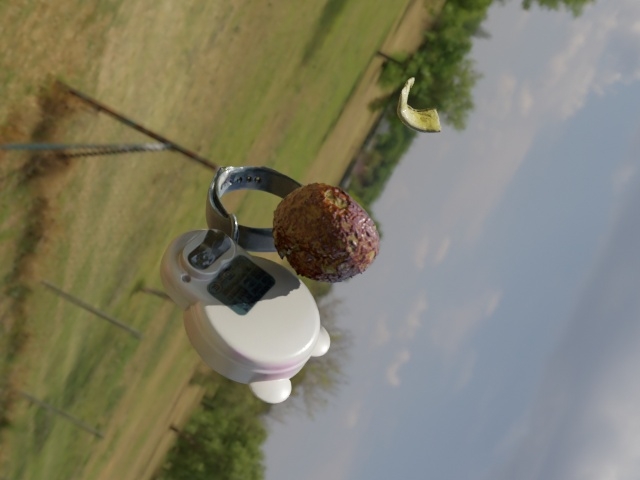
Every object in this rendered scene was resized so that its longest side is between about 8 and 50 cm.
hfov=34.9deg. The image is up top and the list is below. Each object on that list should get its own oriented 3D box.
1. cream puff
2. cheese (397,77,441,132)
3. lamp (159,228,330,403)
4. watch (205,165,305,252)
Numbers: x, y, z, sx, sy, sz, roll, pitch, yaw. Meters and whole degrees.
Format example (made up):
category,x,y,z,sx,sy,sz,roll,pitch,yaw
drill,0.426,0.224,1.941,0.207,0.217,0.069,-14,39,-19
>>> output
category,x,y,z,sx,sy,sz,roll,pitch,yaw
cream puff,0.000,0.000,1.296,0.084,0.149,0.149,-49,171,-42
cheese,0.120,-0.176,1.342,0.041,0.084,0.060,-27,-144,22
lamp,-0.110,0.093,1.328,0.108,0.246,0.179,-48,178,41
watch,-0.103,-0.050,1.693,0.206,0.192,0.068,-67,169,-56
